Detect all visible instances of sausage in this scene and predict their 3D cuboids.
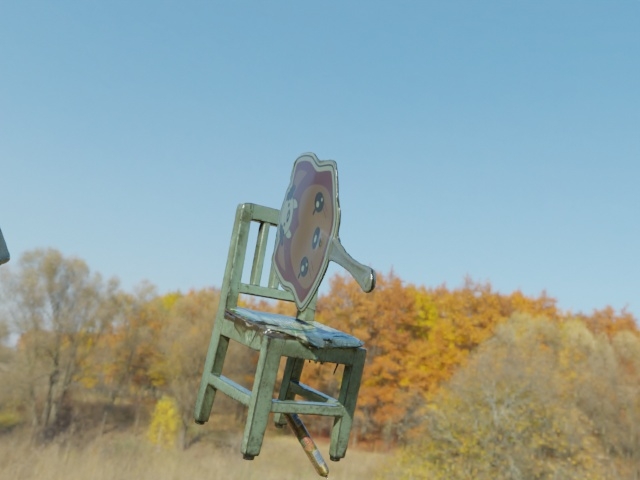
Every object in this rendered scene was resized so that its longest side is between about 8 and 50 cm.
[{"bbox_3d":[-0.017,0.225,0.772,0.015,0.100,0.015,-30,1,1],"label":"sausage"}]

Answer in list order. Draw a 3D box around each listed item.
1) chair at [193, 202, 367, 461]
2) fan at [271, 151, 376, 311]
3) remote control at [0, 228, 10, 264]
[{"bbox_3d":[-0.035,0.101,0.794,0.136,0.270,0.147,15,-4,-35],"label":"chair"},{"bbox_3d":[0.000,0.000,0.561,0.009,0.132,0.220,7,12,-22],"label":"fan"},{"bbox_3d":[-0.420,-0.087,0.716,0.123,0.285,0.038,-15,4,19],"label":"remote control"}]
